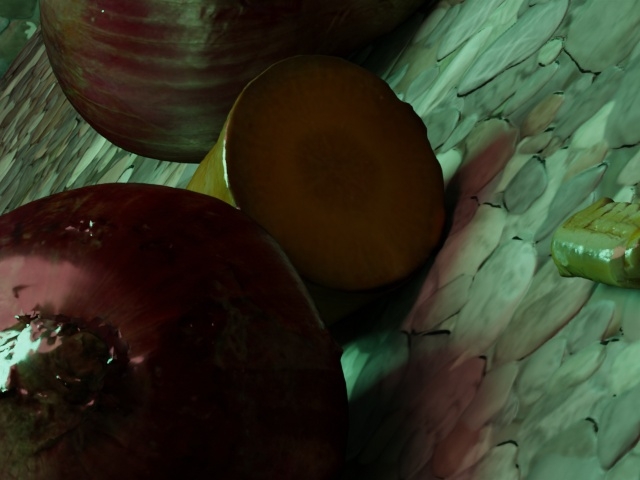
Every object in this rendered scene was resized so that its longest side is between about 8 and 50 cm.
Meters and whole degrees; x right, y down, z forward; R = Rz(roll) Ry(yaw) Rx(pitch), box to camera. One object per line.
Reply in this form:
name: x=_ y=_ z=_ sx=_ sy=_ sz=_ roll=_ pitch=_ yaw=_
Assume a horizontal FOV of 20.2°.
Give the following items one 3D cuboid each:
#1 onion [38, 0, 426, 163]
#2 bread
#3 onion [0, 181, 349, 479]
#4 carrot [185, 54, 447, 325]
onion: x=-0.098 y=-0.240 z=1.510 sx=0.353 sy=0.353 sz=0.354 roll=-46 pitch=19 yaw=21
bread: x=0.150 y=0.003 z=0.895 sx=0.049 sy=0.034 sz=0.088 roll=-43 pitch=19 yaw=-15
onion: x=-0.120 y=0.100 z=1.004 sx=0.276 sy=0.276 sz=0.276 roll=-46 pitch=19 yaw=21
carrot: x=-0.030 y=0.003 z=1.194 sx=0.225 sy=0.159 sz=0.159 roll=-47 pitch=15 yaw=53
